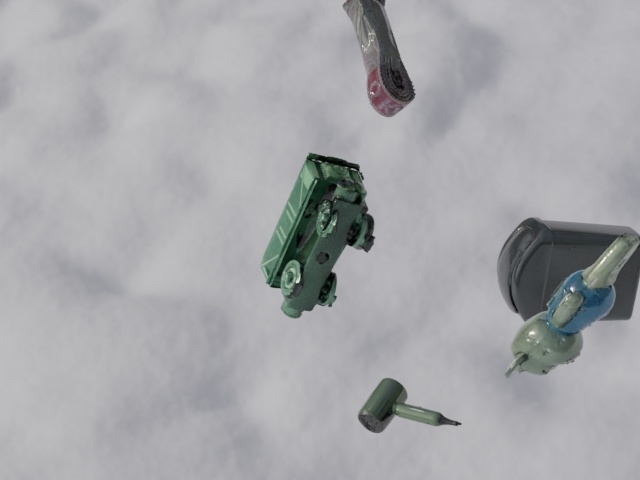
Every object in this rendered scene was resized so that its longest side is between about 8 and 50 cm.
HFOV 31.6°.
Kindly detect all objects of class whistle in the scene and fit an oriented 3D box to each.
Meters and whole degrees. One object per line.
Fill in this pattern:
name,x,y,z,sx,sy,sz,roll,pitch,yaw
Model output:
whistle,0.308,0.084,1.365,0.077,0.235,0.114,47,34,20

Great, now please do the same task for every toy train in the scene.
toy train,0.000,0.000,1.846,0.115,0.269,0.154,12,31,-21

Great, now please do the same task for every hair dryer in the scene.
hair dryer,0.129,0.240,1.562,0.150,0.047,0.071,10,46,36

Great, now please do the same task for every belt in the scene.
belt,0.083,-0.291,1.677,0.071,0.053,0.232,7,59,-36

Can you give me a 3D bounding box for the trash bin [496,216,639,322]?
trash bin,0.425,0.054,1.954,0.236,0.176,0.101,2,18,-11
